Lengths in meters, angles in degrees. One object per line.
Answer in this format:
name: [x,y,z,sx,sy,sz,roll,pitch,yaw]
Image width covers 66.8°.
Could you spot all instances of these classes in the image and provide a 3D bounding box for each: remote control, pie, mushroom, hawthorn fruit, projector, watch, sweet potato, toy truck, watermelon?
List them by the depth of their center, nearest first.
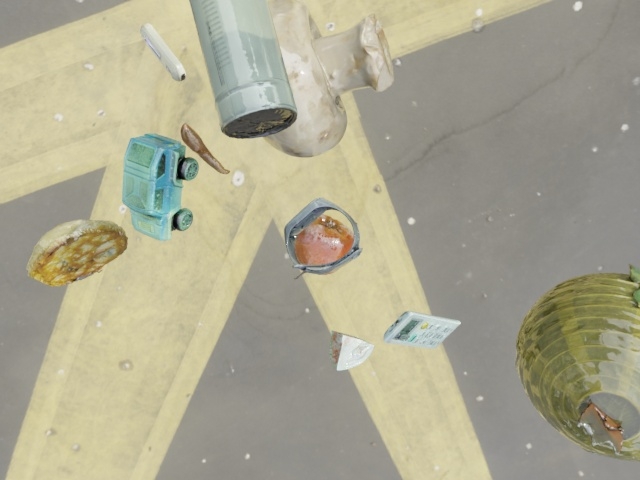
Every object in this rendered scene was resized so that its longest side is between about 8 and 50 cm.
projector: [-0.122,-0.311,0.655,0.108,0.108,0.338,-14,84,-4]
watermelon: [0.053,0.187,0.869,0.085,0.085,0.061,-20,136,-1]
mushroom: [-0.010,-0.314,0.916,0.289,0.298,0.298,-15,117,13]
remote control: [0.268,0.229,1.262,0.293,0.051,0.103,17,118,-50]
watch: [0.000,0.000,1.291,0.206,0.068,0.193,-40,71,13]
toy truck: [-0.442,-0.142,1.317,0.154,0.156,0.279,21,113,21]
sweet potato: [-0.361,-0.274,1.499,0.050,0.050,0.214,-35,132,6]
pie: [-0.759,0.033,1.524,0.315,0.315,0.092,-34,73,5]
remote control: [-0.530,-0.628,1.626,0.042,0.078,0.221,-36,89,-25]
hawthorn fruit: [0.017,0.025,1.865,0.231,0.235,0.263,-27,116,-25]

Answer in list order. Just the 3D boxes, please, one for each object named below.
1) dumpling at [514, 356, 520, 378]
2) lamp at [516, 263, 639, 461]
dumpling: [0.470,0.305,1.100,0.076,0.052,0.057,28,117,18]
lamp: [0.379,0.169,0.629,0.250,0.284,0.250,13,115,31]
